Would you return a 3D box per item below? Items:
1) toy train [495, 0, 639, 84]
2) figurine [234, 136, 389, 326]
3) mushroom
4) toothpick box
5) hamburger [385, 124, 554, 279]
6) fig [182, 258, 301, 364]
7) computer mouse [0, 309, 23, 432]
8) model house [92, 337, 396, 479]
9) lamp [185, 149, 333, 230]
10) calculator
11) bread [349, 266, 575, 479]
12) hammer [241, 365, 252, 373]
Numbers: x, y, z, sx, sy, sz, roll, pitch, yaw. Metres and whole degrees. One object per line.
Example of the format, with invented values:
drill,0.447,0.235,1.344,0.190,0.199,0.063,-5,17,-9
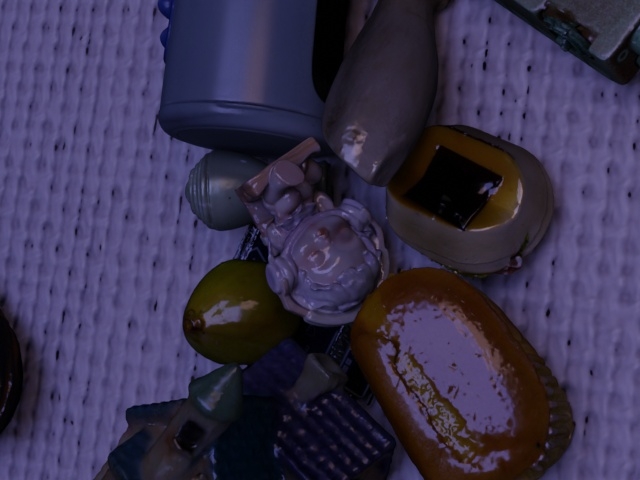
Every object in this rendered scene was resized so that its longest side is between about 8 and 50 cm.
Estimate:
toy train,0.282,-0.300,1.592,0.326,0.159,0.129,41,99,30
figurine,-0.001,0.001,1.657,0.163,0.141,0.236,-32,98,-21
mushroom,0.082,-0.207,1.645,0.128,0.128,0.350,-2,58,27
toothpick box,-0.083,-0.297,1.729,0.263,0.263,0.354,4,83,28
hamburger,0.174,-0.050,1.642,0.210,0.116,0.173,25,83,33
fig,-0.099,0.094,1.730,0.153,0.120,0.136,-39,63,-5
computer mouse,-0.526,0.160,1.970,0.183,0.116,0.323,-46,58,18
model house,-0.077,0.266,1.614,0.245,0.312,0.280,44,105,28
lamp,-0.081,-0.069,1.761,0.193,0.106,0.106,-5,80,5
calculator,-0.012,0.085,1.762,0.274,0.028,0.165,30,97,27
bread,0.151,0.168,1.581,0.204,0.156,0.288,-37,72,15
hammer,-0.144,0.202,1.821,0.178,0.021,0.065,-35,68,22
